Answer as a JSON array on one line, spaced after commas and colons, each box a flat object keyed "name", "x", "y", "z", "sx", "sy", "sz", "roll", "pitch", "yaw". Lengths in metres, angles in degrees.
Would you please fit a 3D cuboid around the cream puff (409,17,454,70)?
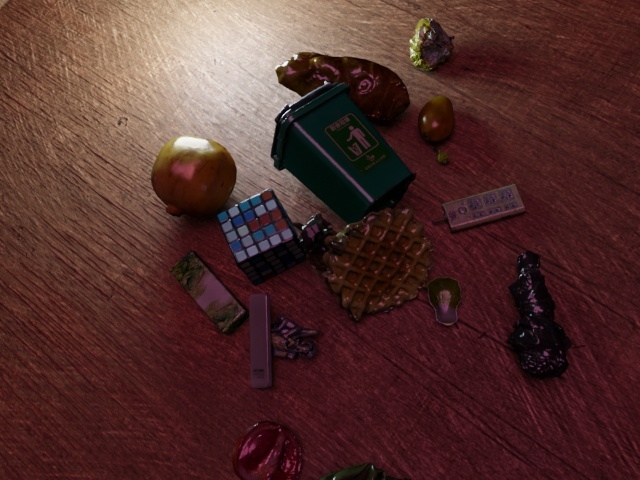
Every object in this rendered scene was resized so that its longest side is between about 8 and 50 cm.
[{"name": "cream puff", "x": 0.339, "y": -0.622, "z": 1.922, "sx": 0.156, "sy": 0.156, "sz": 0.121, "roll": -29, "pitch": 51, "yaw": -1}]

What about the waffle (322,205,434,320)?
[{"name": "waffle", "x": 0.157, "y": 0.060, "z": 1.630, "sx": 0.317, "sy": 0.297, "sz": 0.073, "roll": -24, "pitch": 24, "yaw": -10}]

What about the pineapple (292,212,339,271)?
[{"name": "pineapple", "x": 0.001, "y": 0.001, "z": 1.669, "sx": 0.128, "sy": 0.248, "sz": 0.128, "roll": -5, "pitch": 68, "yaw": 13}]

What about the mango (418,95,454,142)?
[{"name": "mango", "x": 0.353, "y": -0.372, "z": 1.842, "sx": 0.111, "sy": 0.089, "sz": 0.163, "roll": 0, "pitch": 58, "yaw": -1}]

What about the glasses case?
[{"name": "glasses case", "x": -0.325, "y": 0.152, "z": 1.775, "sx": 0.095, "sy": 0.062, "sz": 0.272, "roll": -45, "pitch": 66, "yaw": -2}]

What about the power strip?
[{"name": "power strip", "x": 0.451, "y": -0.087, "z": 1.732, "sx": 0.268, "sy": 0.034, "sz": 0.092, "roll": -15, "pitch": 67, "yaw": 5}]

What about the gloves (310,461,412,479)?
[{"name": "gloves", "x": 0.096, "y": 0.614, "z": 1.481, "sx": 0.268, "sy": 0.107, "sz": 0.135, "roll": 7, "pitch": 77, "yaw": -5}]

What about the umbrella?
[{"name": "umbrella", "x": 0.540, "y": 0.192, "z": 1.562, "sx": 0.155, "sy": 0.128, "sz": 0.336, "roll": -6, "pitch": 60, "yaw": -8}]

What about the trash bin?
[{"name": "trash bin", "x": 0.053, "y": -0.222, "z": 1.734, "sx": 0.259, "sy": 0.295, "sz": 0.381, "roll": -35, "pitch": 75, "yaw": -24}]

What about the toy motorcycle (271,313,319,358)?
[{"name": "toy motorcycle", "x": -0.096, "y": 0.267, "z": 1.682, "sx": 0.194, "sy": 0.061, "sz": 0.124, "roll": -1, "pitch": 75, "yaw": 19}]

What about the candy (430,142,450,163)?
[{"name": "candy", "x": 0.351, "y": -0.277, "z": 1.834, "sx": 0.035, "sy": 0.035, "sz": 0.123, "roll": -28, "pitch": 58, "yaw": -7}]

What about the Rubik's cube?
[{"name": "Rubik's cube", "x": -0.165, "y": -0.009, "z": 1.742, "sx": 0.187, "sy": 0.184, "sz": 0.182, "roll": -26, "pitch": 65, "yaw": -2}]

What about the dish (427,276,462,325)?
[{"name": "dish", "x": 0.340, "y": 0.169, "z": 1.649, "sx": 0.091, "sy": 0.039, "sz": 0.137, "roll": -3, "pitch": 71, "yaw": 3}]

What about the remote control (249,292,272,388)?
[{"name": "remote control", "x": -0.164, "y": 0.276, "z": 1.666, "sx": 0.067, "sy": 0.029, "sz": 0.260, "roll": -8, "pitch": 79, "yaw": 29}]

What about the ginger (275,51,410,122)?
[{"name": "ginger", "x": 0.076, "y": -0.492, "z": 1.893, "sx": 0.419, "sy": 0.254, "sz": 0.176, "roll": 12, "pitch": 111, "yaw": 1}]

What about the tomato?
[{"name": "tomato", "x": -0.146, "y": 0.558, "z": 1.560, "sx": 0.189, "sy": 0.099, "sz": 0.173, "roll": 47, "pitch": 63, "yaw": -15}]

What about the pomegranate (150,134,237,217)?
[{"name": "pomegranate", "x": -0.391, "y": -0.191, "z": 1.825, "sx": 0.265, "sy": 0.264, "sz": 0.264, "roll": -4, "pitch": 68, "yaw": 10}]
